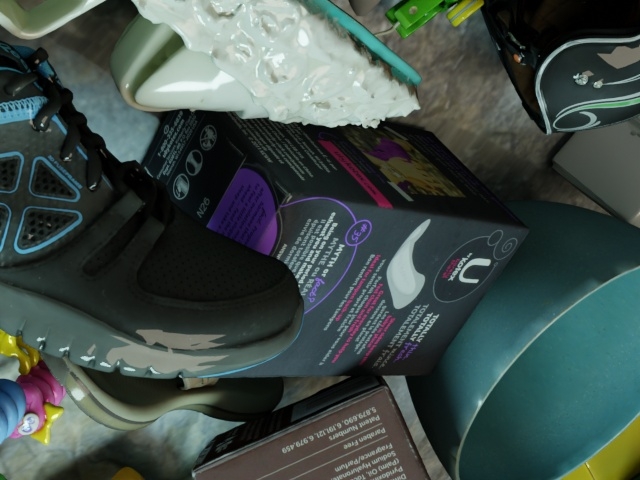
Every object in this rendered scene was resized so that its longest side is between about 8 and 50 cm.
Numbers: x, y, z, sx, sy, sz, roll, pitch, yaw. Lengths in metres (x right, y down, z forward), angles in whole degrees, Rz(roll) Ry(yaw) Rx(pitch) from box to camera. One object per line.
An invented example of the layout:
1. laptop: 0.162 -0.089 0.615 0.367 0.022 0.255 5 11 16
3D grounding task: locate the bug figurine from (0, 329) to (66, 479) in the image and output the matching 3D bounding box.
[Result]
1. bug figurine: -0.248 0.174 0.746 0.279 0.072 0.216 -61 -177 20

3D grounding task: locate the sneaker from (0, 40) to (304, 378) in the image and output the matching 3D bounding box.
1. sneaker: -0.155 -0.027 0.595 0.340 0.125 0.140 20 104 -17

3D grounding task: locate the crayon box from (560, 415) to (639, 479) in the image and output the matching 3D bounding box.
1. crayon box: 0.329 0.203 1.222 0.203 0.083 0.323 -28 179 -17

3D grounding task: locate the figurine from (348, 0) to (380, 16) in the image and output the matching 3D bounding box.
1. figurine: 0.076 -0.264 0.687 0.215 0.092 0.209 -37 147 -5

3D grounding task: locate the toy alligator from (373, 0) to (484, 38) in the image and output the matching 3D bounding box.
1. toy alligator: 0.086 -0.182 0.802 0.189 0.056 0.051 -39 -177 -4

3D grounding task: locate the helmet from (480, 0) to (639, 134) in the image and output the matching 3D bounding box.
1. helmet: 0.222 -0.172 0.837 0.161 0.169 0.169 -26 143 6

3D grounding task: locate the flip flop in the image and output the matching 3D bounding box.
1. flip flop: -0.112 0.087 0.840 0.080 0.112 0.277 -49 147 17

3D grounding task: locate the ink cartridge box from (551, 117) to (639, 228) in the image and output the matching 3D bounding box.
1. ink cartridge box: 0.394 -0.122 1.071 0.283 0.117 0.207 -51 142 11

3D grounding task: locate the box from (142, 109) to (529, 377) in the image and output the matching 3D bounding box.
1. box: 0.000 0.000 0.824 0.270 0.143 0.165 7 123 -45

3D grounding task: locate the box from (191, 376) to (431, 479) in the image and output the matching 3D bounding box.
1. box: 0.015 0.233 0.885 0.167 0.203 0.168 -23 178 -1

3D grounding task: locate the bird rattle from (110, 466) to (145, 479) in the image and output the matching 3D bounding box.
1. bird rattle: -0.192 0.306 0.966 0.253 0.143 0.207 -36 132 -12

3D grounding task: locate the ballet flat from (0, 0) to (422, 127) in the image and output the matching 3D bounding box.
1. ballet flat: -0.106 -0.153 0.598 0.147 0.147 0.409 -49 134 9

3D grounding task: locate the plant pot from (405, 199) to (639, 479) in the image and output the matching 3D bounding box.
1. plant pot: 0.186 0.073 1.017 0.290 0.195 0.290 -24 140 -22
